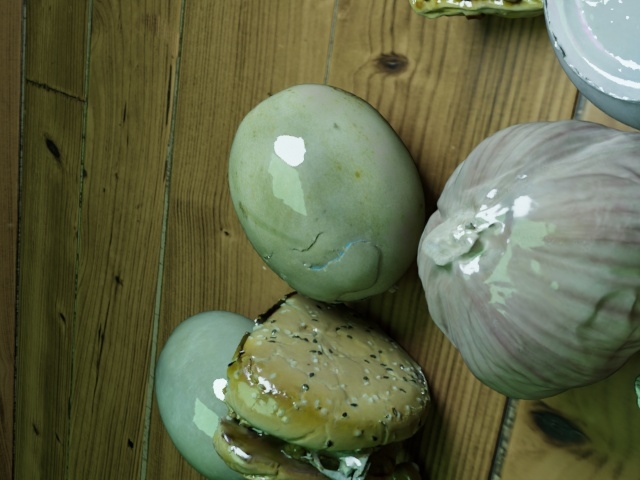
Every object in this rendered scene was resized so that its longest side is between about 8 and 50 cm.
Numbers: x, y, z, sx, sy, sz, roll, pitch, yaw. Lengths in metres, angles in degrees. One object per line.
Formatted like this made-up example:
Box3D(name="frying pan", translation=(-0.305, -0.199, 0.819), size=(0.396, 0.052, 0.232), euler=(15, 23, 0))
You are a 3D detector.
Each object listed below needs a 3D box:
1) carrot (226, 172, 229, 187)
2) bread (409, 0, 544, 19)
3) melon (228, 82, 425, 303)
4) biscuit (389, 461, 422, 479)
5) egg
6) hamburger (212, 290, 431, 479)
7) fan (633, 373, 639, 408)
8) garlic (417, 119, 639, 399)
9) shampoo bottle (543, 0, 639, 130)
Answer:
Box3D(name="carrot", translation=(-0.161, -0.097, 1.445), size=(0.032, 0.032, 0.093), euler=(-42, 67, 44))
Box3D(name="bread", translation=(0.237, -0.420, 0.822), size=(0.278, 0.167, 0.324), euler=(16, 115, 48))
Box3D(name="melon", translation=(0.016, -0.061, 1.053), size=(0.268, 0.268, 0.330), euler=(-33, 90, 47))
Box3D(name="biscuit", translation=(0.173, 0.496, 1.092), size=(0.301, 0.049, 0.196), euler=(53, 135, 33))
Box3D(name="egg", translation=(-0.160, 0.278, 1.306), size=(0.352, 0.259, 0.258), euler=(56, 133, 44))
Box3D(name="hamburger", translation=(0.012, 0.234, 1.076), size=(0.277, 0.318, 0.195), euler=(25, 115, 11))
Box3D(name="fan", translation=(0.383, 0.159, 0.833), size=(0.056, 0.004, 0.083), euler=(-9, 87, 51))
Box3D(name="garlic", translation=(0.239, 0.006, 0.789), size=(0.317, 0.260, 0.317), euler=(-10, 78, 60))
Box3D(name="shampoo bottle", translation=(0.351, -0.223, 0.624), size=(0.273, 0.266, 0.272), euler=(14, 109, 47))
